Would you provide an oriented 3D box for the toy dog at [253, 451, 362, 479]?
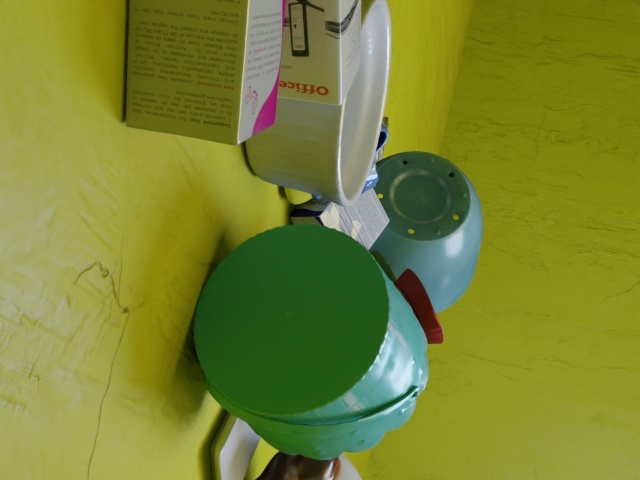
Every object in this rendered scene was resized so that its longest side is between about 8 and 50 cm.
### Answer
[{"bbox_3d":[0.002,0.498,1.273,0.284,0.395,0.408,60,7,-52],"label":"toy dog"}]

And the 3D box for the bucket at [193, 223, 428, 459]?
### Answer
[{"bbox_3d":[-0.014,0.125,1.065,0.183,0.281,0.281,58,44,-60],"label":"bucket"}]

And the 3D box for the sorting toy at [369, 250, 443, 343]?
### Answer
[{"bbox_3d":[0.069,0.101,1.371,0.127,0.126,0.365,68,-10,-14],"label":"sorting toy"}]

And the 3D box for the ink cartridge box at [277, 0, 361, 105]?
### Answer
[{"bbox_3d":[-0.038,-0.250,0.892,0.203,0.148,0.086,87,18,-47],"label":"ink cartridge box"}]

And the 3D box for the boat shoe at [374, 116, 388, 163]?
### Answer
[{"bbox_3d":[0.116,-0.207,1.894,0.056,0.048,0.153,-84,-178,-48],"label":"boat shoe"}]

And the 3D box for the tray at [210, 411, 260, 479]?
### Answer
[{"bbox_3d":[-0.110,0.262,1.292,0.270,0.030,0.145,-64,162,-50],"label":"tray"}]

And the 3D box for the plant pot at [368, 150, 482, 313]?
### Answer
[{"bbox_3d":[0.169,-0.030,1.604,0.235,0.293,0.293,95,11,-65],"label":"plant pot"}]

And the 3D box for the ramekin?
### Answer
[{"bbox_3d":[-0.001,-0.191,1.143,0.277,0.135,0.277,10,90,-77],"label":"ramekin"}]

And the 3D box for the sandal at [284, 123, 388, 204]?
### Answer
[{"bbox_3d":[0.045,-0.174,1.370,0.126,0.138,0.317,81,21,-52],"label":"sandal"}]

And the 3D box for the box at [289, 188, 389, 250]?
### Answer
[{"bbox_3d":[0.033,-0.036,1.409,0.137,0.072,0.126,-52,127,-33],"label":"box"}]

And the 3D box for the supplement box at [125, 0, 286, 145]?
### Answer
[{"bbox_3d":[-0.096,-0.207,0.756,0.111,0.114,0.220,-49,147,-68],"label":"supplement box"}]
